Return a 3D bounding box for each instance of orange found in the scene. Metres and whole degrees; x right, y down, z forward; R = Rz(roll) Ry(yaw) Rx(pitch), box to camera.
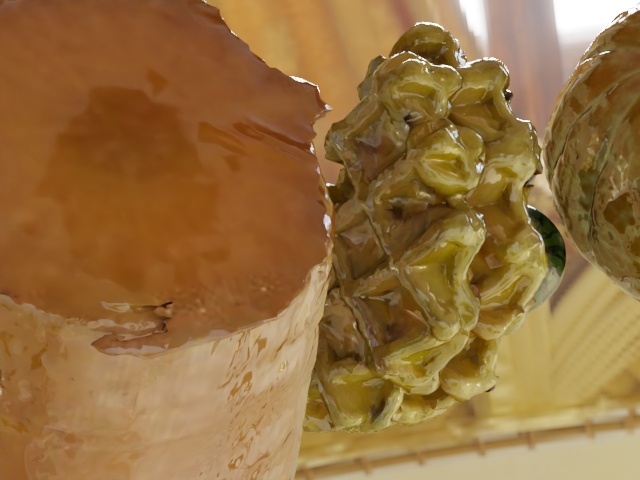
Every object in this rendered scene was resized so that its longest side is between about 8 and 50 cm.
[{"bbox_3d":[0.357,-0.092,1.476,0.329,0.249,0.329,-14,-135,15],"label":"orange"}]

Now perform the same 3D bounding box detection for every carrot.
[{"bbox_3d":[-0.071,0.056,0.568,0.196,0.254,0.196,12,-135,-12],"label":"carrot"}]

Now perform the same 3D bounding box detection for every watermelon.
[{"bbox_3d":[0.162,0.017,1.398,0.109,0.109,0.109,-9,-154,4],"label":"watermelon"}]

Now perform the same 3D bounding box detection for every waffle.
[{"bbox_3d":[0.000,0.000,1.103,0.324,0.261,0.151,-10,176,44],"label":"waffle"}]
